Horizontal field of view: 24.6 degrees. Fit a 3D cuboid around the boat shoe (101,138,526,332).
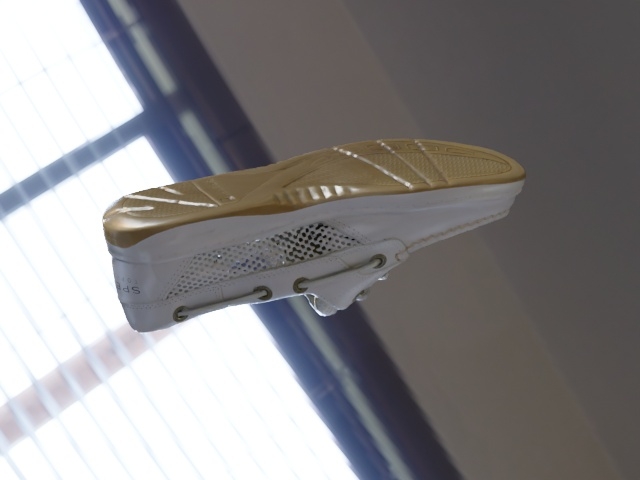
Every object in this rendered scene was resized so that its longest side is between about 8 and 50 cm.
[{"bbox_3d":[0.000,0.000,0.949,0.098,0.277,0.096,-130,-147,-64],"label":"boat shoe"}]
